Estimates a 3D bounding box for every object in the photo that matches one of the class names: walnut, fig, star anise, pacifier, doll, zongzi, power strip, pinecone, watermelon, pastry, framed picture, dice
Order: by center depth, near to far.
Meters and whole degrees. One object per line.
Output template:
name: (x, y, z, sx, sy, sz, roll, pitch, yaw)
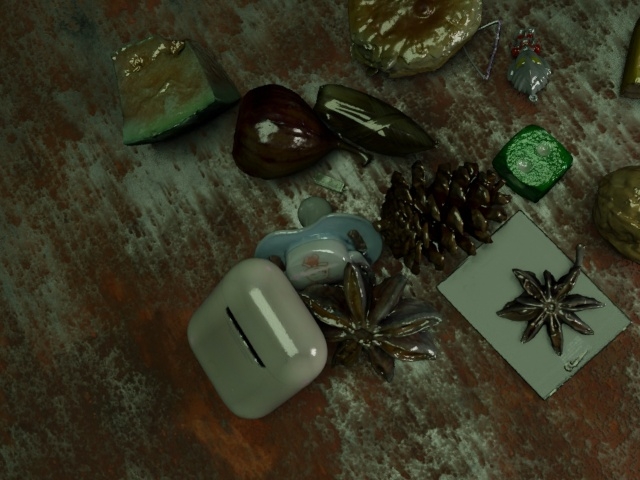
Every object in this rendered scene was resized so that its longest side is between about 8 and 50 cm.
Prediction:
walnut: (0.669, -0.044, 1.538, 0.245, 0.198, 0.198, 28, 90, 16)
star anise: (0.489, 0.122, 1.592, 0.231, 0.089, 0.209, -39, 90, 12)
pinecone: (0.253, -0.057, 1.609, 0.309, 0.244, 0.244, -13, 81, -7)
zongzi: (0.110, -0.251, 1.617, 0.221, 0.242, 0.112, 22, 96, -26)
star anise: (0.106, 0.169, 1.619, 0.331, 0.332, 0.118, 11, 42, 13)
dice: (0.452, -0.165, 1.624, 0.131, 0.128, 0.120, 44, 92, 14)
framed picture: (0.459, 0.137, 1.651, 0.255, 0.014, 0.339, -44, 77, 5)
doll: (0.457, -0.389, 1.678, 0.094, 0.079, 0.180, -5, 71, 12)
pacifier: (0.000, 0.000, 1.693, 0.287, 0.238, 0.226, -18, 50, 19)
pastry: (0.210, -0.516, 1.701, 0.329, 0.136, 0.330, -3, 79, 15)
fig: (-0.037, -0.225, 1.728, 0.320, 0.217, 0.217, 12, 86, -15)
power strip: (0.023, -0.132, 1.766, 0.083, 0.017, 0.027, 25, 91, 13)
watermelon: (-0.341, -0.349, 1.814, 0.264, 0.151, 0.302, -23, 63, 12)

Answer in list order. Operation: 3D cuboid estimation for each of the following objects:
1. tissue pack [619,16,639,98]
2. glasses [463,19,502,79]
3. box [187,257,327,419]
tissue pack: (0.694, -0.392, 1.602, 0.082, 0.120, 0.169, 13, 88, 11)
glasses: (0.344, -0.435, 1.709, 0.103, 0.062, 0.140, 15, 86, 14)
box: (-0.145, 0.217, 1.633, 0.289, 0.141, 0.349, 57, 137, 12)
